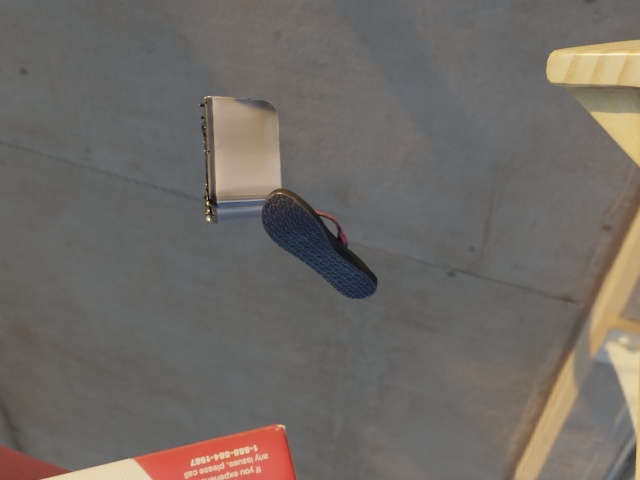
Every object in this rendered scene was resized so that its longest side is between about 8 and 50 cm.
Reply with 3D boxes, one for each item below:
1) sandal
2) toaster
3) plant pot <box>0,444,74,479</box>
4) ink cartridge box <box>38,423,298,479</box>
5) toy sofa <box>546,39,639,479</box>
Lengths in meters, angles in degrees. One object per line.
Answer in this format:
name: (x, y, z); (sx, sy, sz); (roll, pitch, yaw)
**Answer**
sandal: (0.000, 0.000, 1.006); (0.067, 0.040, 0.179); (-16, 134, 37)
toaster: (-0.117, -0.107, 1.346); (0.110, 0.185, 0.168); (-3, 172, -6)
plant pot: (-0.239, 0.300, 0.669); (0.267, 0.267, 0.236); (32, 162, -30)
ink cartridge box: (-0.043, 0.139, 0.294); (0.099, 0.135, 0.056); (-12, 159, -10)
toy sofa: (0.219, 0.074, 0.460); (0.177, 0.150, 0.362); (6, 105, 35)
